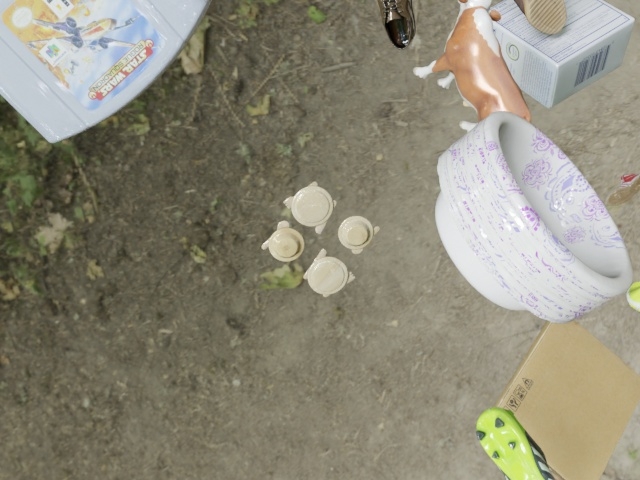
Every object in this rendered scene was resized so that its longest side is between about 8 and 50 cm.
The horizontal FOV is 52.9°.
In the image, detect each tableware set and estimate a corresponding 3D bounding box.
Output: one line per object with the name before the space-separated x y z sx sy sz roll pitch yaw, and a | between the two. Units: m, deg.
tableware set | 0.000 0.000 0.993 0.169 0.020 0.141 36 102 -17

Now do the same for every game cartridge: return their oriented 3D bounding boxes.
game cartridge | -0.297 -0.271 0.830 0.297 0.062 0.198 -38 105 11

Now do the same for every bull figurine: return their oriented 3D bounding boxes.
bull figurine | 0.293 -0.320 1.237 0.188 0.101 0.310 -35 71 52

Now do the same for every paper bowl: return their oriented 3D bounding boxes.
paper bowl | 0.268 -0.021 0.863 0.148 0.284 0.284 -39 81 34

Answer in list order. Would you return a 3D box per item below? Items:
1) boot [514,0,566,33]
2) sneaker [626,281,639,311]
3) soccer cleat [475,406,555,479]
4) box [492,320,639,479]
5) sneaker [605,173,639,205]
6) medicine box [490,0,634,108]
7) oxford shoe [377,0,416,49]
boot | 0.483 -0.622 1.543 0.248 0.207 0.090 34 121 -30
sneaker | 0.861 0.088 1.575 0.240 0.126 0.091 -45 40 13
soccer cleat | 0.222 0.253 0.658 0.060 0.072 0.179 -37 64 26
box | 0.341 0.218 0.878 0.164 0.201 0.021 41 153 3
sneaker | 0.786 -0.133 1.672 0.118 0.067 0.042 -35 100 6
medicine box | 0.604 -0.530 1.690 0.289 0.263 0.149 50 164 33
oxford shoe | 0.160 -0.519 1.387 0.083 0.096 0.227 -12 127 21
